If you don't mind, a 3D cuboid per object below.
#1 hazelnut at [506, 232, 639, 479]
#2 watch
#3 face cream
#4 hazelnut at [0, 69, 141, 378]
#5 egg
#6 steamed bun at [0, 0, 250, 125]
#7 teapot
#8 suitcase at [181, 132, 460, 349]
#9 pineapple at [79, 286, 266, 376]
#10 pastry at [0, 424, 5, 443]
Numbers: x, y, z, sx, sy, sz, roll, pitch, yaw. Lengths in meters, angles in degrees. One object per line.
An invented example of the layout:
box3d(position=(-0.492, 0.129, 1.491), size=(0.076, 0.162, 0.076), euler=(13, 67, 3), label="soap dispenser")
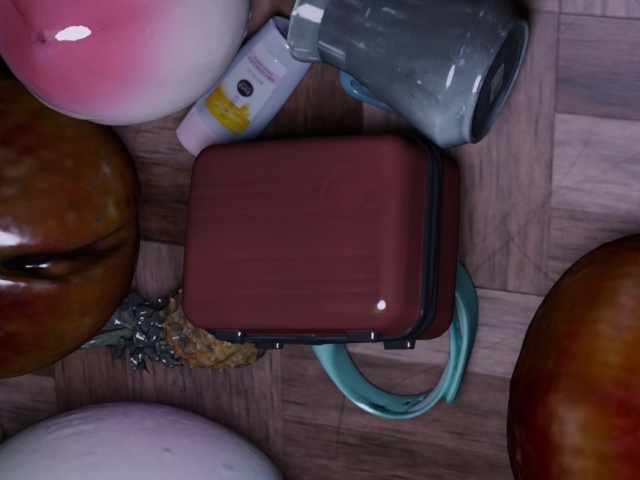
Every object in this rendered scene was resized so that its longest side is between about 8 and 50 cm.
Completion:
box3d(position=(0.363, 0.193, 1.553), size=(0.420, 0.352, 0.421), euler=(7, 101, 40), label="hazelnut")
box3d(position=(0.089, 0.100, 1.793), size=(0.195, 0.068, 0.237), euler=(25, 120, 10), label="watch")
box3d(position=(-0.086, -0.168, 1.753), size=(0.084, 0.057, 0.198), euler=(43, 121, 1), label="face cream")
box3d(position=(-0.427, -0.010, 1.798), size=(0.429, 0.402, 0.402), euler=(19, 118, 9), label="hazelnut")
box3d(position=(-0.199, 0.354, 1.878), size=(0.339, 0.354, 0.355), euler=(-22, 103, 10), label="egg")
box3d(position=(-0.235, -0.259, 1.642), size=(0.309, 0.309, 0.309), euler=(9, 115, 19), label="steamed bun")
box3d(position=(0.091, -0.201, 1.620), size=(0.225, 0.171, 0.203), euler=(26, 150, 18), label="teapot")
box3d(position=(0.000, 0.000, 1.680), size=(0.297, 0.161, 0.236), euler=(-2, 79, 33), label="suitcase")
box3d(position=(-0.179, 0.107, 1.883), size=(0.248, 0.128, 0.128), euler=(-9, 108, 31), label="pineapple")
box3d(position=(-0.601, 0.340, 2.017), size=(0.312, 0.388, 0.389), euler=(-19, 105, 45), label="pastry")
